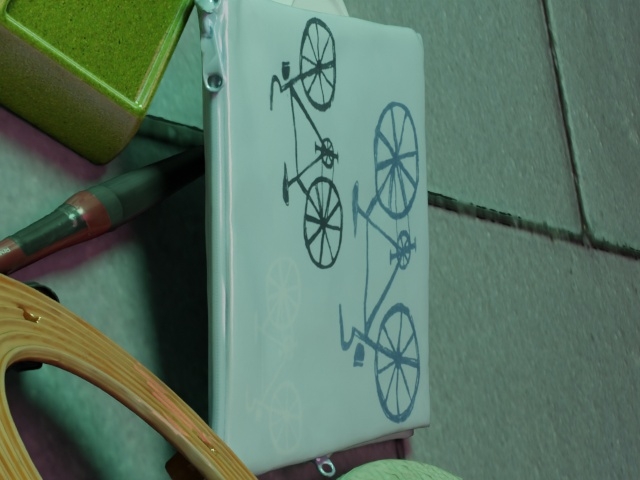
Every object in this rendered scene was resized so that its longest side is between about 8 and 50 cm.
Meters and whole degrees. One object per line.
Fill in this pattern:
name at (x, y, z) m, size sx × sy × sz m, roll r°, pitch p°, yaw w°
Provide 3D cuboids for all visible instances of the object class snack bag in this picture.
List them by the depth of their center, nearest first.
snack bag at (0.000, 0.000, 1.063) m, size 0.342 × 0.037 × 0.323 m, roll -3°, pitch 93°, yaw -64°

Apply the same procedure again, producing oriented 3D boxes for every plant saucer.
plant saucer at (-0.133, -0.159, 0.892) m, size 0.188 × 0.045 × 0.188 m, roll 34°, pitch 75°, yaw -50°

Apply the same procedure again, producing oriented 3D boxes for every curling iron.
curling iron at (-0.136, -0.002, 0.907) m, size 0.274 × 0.035 × 0.068 m, roll -47°, pitch 122°, yaw -56°

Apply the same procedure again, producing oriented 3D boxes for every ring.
ring at (-0.077, 0.142, 0.722) m, size 0.336 × 0.032 × 0.336 m, roll 45°, pitch 6°, yaw -6°

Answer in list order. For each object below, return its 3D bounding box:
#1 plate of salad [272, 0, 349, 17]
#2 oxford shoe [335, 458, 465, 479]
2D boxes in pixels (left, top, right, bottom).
plate of salad at (-0.017, -0.122, 1.154) m, size 0.200 × 0.048 × 0.200 m, roll 16°, pitch 72°, yaw -63°
oxford shoe at (0.040, 0.257, 1.013) m, size 0.169 × 0.130 × 0.449 m, roll 32°, pitch 17°, yaw 14°
